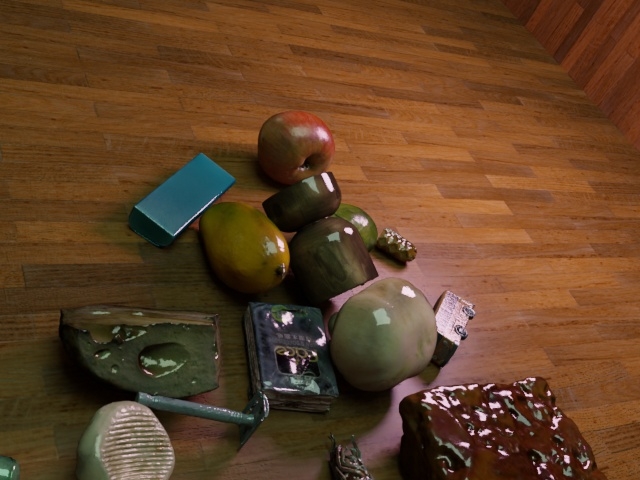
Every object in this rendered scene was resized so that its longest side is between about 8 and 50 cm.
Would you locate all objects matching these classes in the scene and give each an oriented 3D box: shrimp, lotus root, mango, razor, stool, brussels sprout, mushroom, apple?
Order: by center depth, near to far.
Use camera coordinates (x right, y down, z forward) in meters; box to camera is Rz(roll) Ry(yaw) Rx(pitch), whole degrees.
[{"bbox_3d":[-0.219,0.309,1.411,0.232,0.106,0.068,16,39,-25],"label":"razor"},{"bbox_3d":[-0.328,0.206,1.466,0.314,0.142,0.210,6,6,-20],"label":"lotus root"},{"bbox_3d":[0.061,0.441,1.489,0.073,0.075,0.190,-27,47,-11],"label":"shrimp"},{"bbox_3d":[0.115,0.196,1.686,0.234,0.254,0.260,14,-22,42],"label":"mushroom"},{"bbox_3d":[-0.175,0.011,1.741,0.119,0.176,0.317,18,18,-47],"label":"mango"},{"bbox_3d":[0.000,0.000,1.780,0.179,0.179,0.264,-20,85,-45],"label":"stool"},{"bbox_3d":[0.054,-0.022,1.942,0.181,0.144,0.161,-23,70,-36],"label":"brussels sprout"},{"bbox_3d":[-0.069,-0.245,2.078,0.209,0.209,0.164,-3,43,-34],"label":"apple"}]

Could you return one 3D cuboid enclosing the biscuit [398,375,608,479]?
[{"bbox_3d":[0.363,0.454,1.580,0.395,0.166,0.342,1,47,-29],"label":"biscuit"}]

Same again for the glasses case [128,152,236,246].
[{"bbox_3d":[-0.323,-0.095,1.854,0.117,0.070,0.301,38,36,1],"label":"glasses case"}]

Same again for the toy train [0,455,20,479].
[{"bbox_3d":[-0.650,0.359,1.056,0.442,0.179,0.272,14,48,-19],"label":"toy train"}]

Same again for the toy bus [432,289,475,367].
[{"bbox_3d":[0.297,0.207,1.879,0.103,0.091,0.182,31,36,5],"label":"toy bus"}]

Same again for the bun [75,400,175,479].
[{"bbox_3d":[-0.332,0.362,1.300,0.183,0.102,0.183,36,38,-36],"label":"bun"}]

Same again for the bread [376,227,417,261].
[{"bbox_3d":[0.202,0.016,2.061,0.110,0.060,0.066,30,10,3],"label":"bread"}]

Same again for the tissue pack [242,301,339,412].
[{"bbox_3d":[-0.066,0.238,1.630,0.173,0.073,0.235,10,41,-21],"label":"tissue pack"}]
